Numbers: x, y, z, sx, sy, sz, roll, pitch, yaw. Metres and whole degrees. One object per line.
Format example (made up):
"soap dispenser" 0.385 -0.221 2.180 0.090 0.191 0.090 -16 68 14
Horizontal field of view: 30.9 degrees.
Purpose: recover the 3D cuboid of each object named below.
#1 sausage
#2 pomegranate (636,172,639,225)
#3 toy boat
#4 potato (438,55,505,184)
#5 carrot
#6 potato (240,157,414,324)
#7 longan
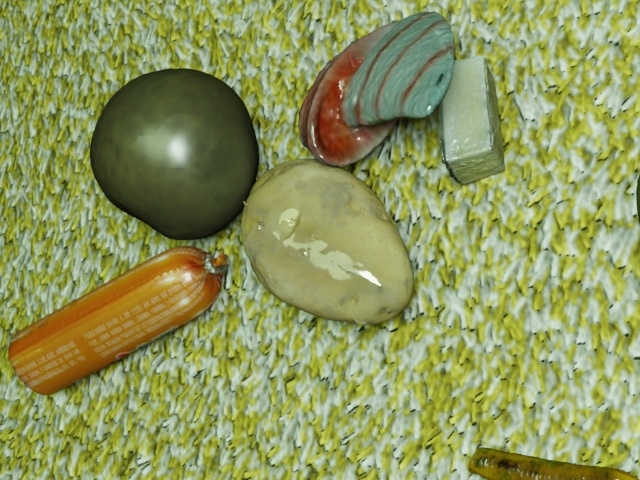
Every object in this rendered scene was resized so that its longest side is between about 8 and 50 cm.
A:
"sausage" -0.233 0.088 1.393 0.312 0.093 0.093 -28 64 22
"pomegranate" 0.400 0.003 0.908 0.291 0.291 0.323 -13 71 29
"toy boat" 0.078 -0.163 1.179 0.206 0.096 0.282 -51 15 -9
"potato" 0.156 -0.130 1.215 0.061 0.086 0.122 -7 71 16
"carrot" 0.220 0.225 1.103 0.171 0.042 0.042 7 81 35
"potato" -0.003 0.004 1.246 0.161 0.128 0.235 -38 59 17
"longan" -0.169 -0.104 1.349 0.198 0.198 0.212 -48 54 12
